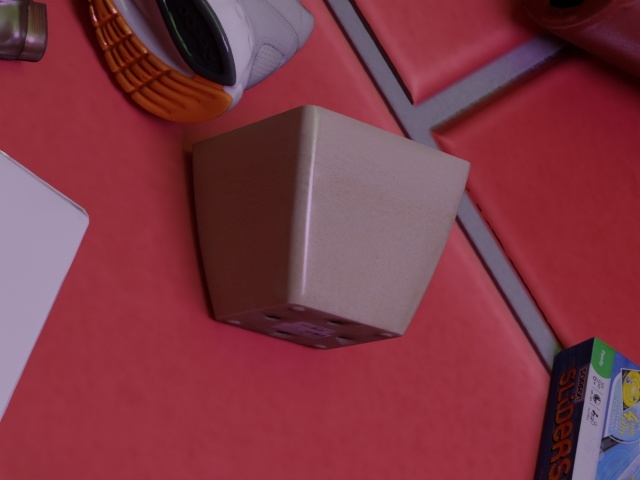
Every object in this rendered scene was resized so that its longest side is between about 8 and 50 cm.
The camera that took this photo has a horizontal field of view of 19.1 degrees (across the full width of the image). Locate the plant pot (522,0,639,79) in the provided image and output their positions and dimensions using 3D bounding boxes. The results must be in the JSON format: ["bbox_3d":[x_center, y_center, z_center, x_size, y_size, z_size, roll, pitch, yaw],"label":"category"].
[{"bbox_3d":[0.287,-0.187,1.231,0.265,0.272,0.272,18,58,-24],"label":"plant pot"}]

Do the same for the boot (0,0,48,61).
[{"bbox_3d":[-0.192,-0.140,0.935,0.114,0.037,0.106,4,64,-35],"label":"boot"}]

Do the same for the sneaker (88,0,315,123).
[{"bbox_3d":[-0.093,-0.193,1.016,0.121,0.099,0.262,-32,99,-52],"label":"sneaker"}]

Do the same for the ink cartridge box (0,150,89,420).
[{"bbox_3d":[-0.191,0.058,0.714,0.086,0.203,0.148,36,50,-22],"label":"ink cartridge box"}]

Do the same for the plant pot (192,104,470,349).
[{"bbox_3d":[0.000,0.000,0.984,0.109,0.109,0.096,18,70,-34],"label":"plant pot"}]

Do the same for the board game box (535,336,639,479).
[{"bbox_3d":[0.181,0.173,1.096,0.136,0.035,0.201,33,51,-24],"label":"board game box"}]
